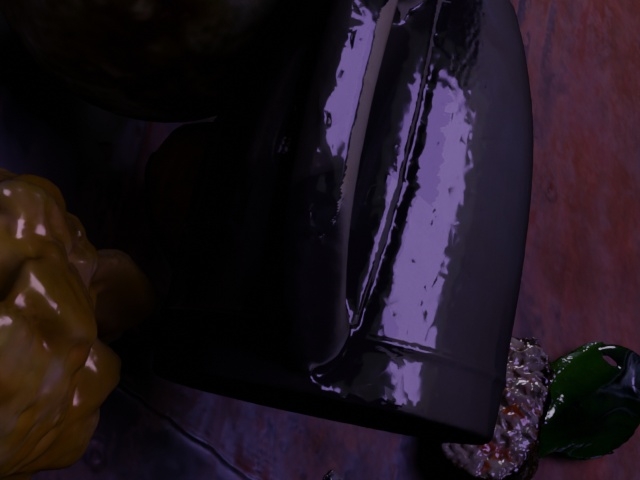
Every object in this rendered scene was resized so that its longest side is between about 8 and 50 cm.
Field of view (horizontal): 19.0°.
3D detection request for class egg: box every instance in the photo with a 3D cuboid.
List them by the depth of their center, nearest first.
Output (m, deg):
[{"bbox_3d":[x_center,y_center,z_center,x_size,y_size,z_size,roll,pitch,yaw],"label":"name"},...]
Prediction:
[{"bbox_3d":[-0.120,-0.213,1.346,0.289,0.238,0.238,49,38,-55],"label":"egg"}]

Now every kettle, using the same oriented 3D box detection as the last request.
[{"bbox_3d":[0.025,-0.055,1.216,0.321,0.228,0.324,48,53,-75],"label":"kettle"}]

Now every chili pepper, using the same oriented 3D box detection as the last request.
[{"bbox_3d":[0.234,0.161,1.767,0.216,0.062,0.108,-18,88,-50],"label":"chili pepper"}]

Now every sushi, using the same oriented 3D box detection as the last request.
[{"bbox_3d":[0.149,0.153,1.633,0.078,0.090,0.150,89,20,-53],"label":"sushi"}]

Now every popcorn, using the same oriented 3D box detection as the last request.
[{"bbox_3d":[-0.219,0.047,1.177,0.191,0.190,0.253,-50,158,-8],"label":"popcorn"}]

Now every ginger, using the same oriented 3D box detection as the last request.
[{"bbox_3d":[0.000,0.000,1.475,0.172,0.165,0.321,46,16,29],"label":"ginger"}]

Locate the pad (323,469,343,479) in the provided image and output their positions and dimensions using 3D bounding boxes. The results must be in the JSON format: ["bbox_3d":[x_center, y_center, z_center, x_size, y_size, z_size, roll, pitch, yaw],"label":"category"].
[{"bbox_3d":[0.003,0.317,1.461,0.159,0.009,0.265,55,41,-19],"label":"pad"}]
